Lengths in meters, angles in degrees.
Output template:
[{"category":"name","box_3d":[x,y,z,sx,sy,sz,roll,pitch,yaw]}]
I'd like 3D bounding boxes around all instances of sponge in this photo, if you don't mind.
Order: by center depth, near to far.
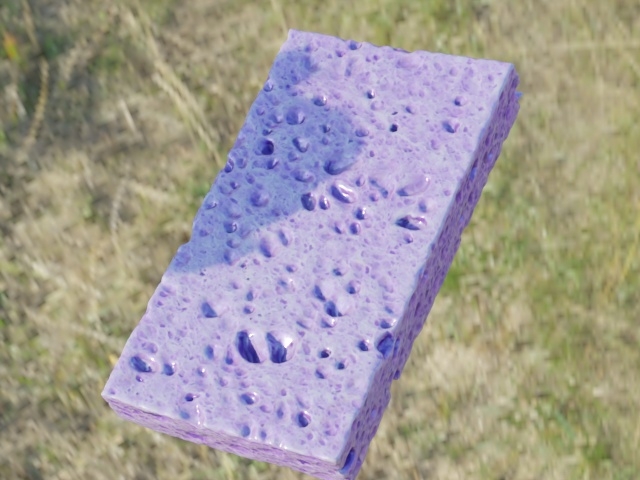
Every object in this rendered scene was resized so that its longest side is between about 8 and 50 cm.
[{"category":"sponge","box_3d":[0.000,0.000,0.860,0.117,0.031,0.210,14,63,25]}]
